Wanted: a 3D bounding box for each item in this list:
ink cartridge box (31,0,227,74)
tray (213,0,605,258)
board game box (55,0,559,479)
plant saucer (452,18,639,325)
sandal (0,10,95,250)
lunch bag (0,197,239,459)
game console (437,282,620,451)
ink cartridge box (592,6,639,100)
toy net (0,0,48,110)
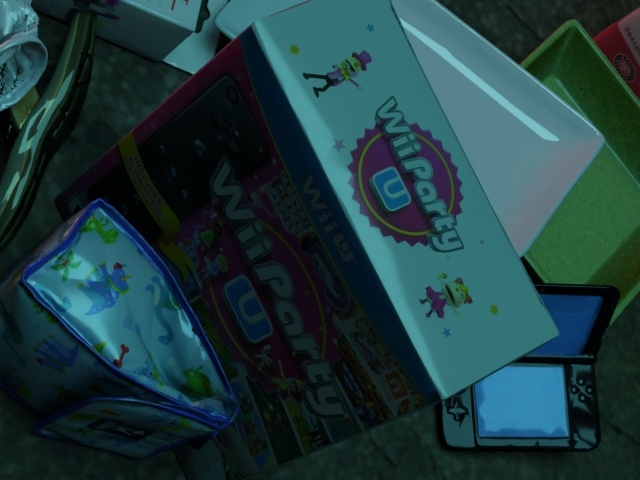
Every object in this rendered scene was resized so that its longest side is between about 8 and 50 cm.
[{"bbox_3d":[-0.133,-0.194,1.206,0.181,0.061,0.104,21,64,-23],"label":"ink cartridge box"},{"bbox_3d":[0.063,-0.107,1.266,0.270,0.030,0.145,38,55,2],"label":"tray"},{"bbox_3d":[-0.024,0.010,1.052,0.097,0.303,0.224,-25,86,-34],"label":"board game box"},{"bbox_3d":[0.187,-0.044,1.351,0.188,0.045,0.188,51,56,-5],"label":"plant saucer"},{"bbox_3d":[-0.188,-0.077,1.138,0.049,0.072,0.180,21,66,1],"label":"sandal"},{"bbox_3d":[-0.131,0.069,1.074,0.151,0.129,0.096,46,58,-11],"label":"lunch bag"},{"bbox_3d":[0.148,0.090,1.252,0.122,0.071,0.107,2,72,-15],"label":"game console"},{"bbox_3d":[0.330,-0.139,1.364,0.092,0.218,0.158,-31,90,-34],"label":"ink cartridge box"},{"bbox_3d":[-0.207,-0.055,1.048,0.232,0.045,0.122,-64,146,-30],"label":"toy net"}]
